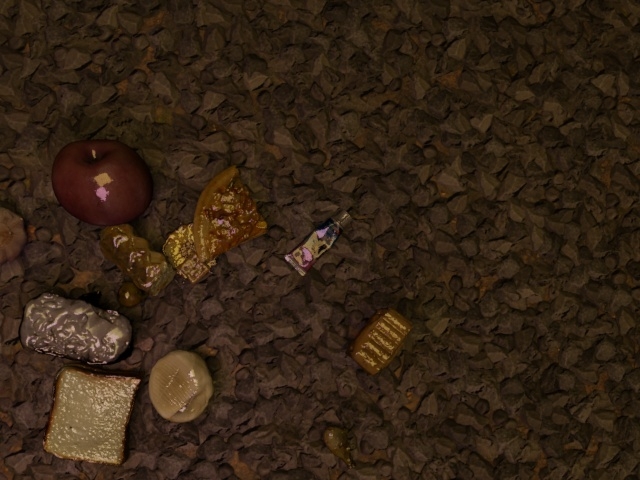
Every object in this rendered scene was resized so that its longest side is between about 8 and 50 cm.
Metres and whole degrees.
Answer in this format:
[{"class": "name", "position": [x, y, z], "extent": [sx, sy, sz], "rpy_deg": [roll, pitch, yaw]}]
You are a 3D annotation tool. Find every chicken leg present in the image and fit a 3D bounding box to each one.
[{"class": "chicken leg", "position": [0.074, 0.702, 1.902], "extent": [0.093, 0.070, 0.178], "rpy_deg": [-30, 97, -14]}]

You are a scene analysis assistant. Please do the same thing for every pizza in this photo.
[{"class": "pizza", "position": [-0.339, -0.092, 1.866], "extent": [0.268, 0.087, 0.257], "rpy_deg": [-29, 86, -22]}]

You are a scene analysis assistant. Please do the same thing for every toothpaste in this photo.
[{"class": "toothpaste", "position": [0.000, 0.000, 1.950], "extent": [0.266, 0.061, 0.096], "rpy_deg": [-44, 93, -2]}]

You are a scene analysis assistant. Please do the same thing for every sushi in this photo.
[{"class": "sushi", "position": [-0.757, 0.270, 1.765], "extent": [0.349, 0.207, 0.234], "rpy_deg": [20, 72, -11]}]

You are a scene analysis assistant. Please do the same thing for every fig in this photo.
[{"class": "fig", "position": [-0.622, 0.184, 1.850], "extent": [0.098, 0.082, 0.084], "rpy_deg": [18, 53, -24]}]

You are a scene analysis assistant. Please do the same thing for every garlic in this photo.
[{"class": "garlic", "position": [-1.072, -0.019, 1.780], "extent": [0.212, 0.219, 0.218], "rpy_deg": [2, 84, 34]}]

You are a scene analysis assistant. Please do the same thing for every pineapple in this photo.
[{"class": "pineapple", "position": [-0.439, 0.041, 1.896], "extent": [0.221, 0.047, 0.221], "rpy_deg": [0, 85, -3]}]

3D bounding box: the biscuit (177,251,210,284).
[{"class": "biscuit", "position": [-0.421, 0.092, 1.860], "extent": [0.081, 0.018, 0.083], "rpy_deg": [-40, 88, -5]}]

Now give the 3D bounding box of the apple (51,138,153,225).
[{"class": "apple", "position": [-0.683, -0.190, 1.761], "extent": [0.306, 0.235, 0.305], "rpy_deg": [3, 45, -3]}]

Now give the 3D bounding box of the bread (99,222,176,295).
[{"class": "bread", "position": [-0.607, 0.051, 1.822], "extent": [0.268, 0.130, 0.152], "rpy_deg": [41, 117, 6]}]

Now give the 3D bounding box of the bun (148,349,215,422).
[{"class": "bun", "position": [-0.444, 0.472, 1.820], "extent": [0.229, 0.145, 0.229], "rpy_deg": [-4, 81, 24]}]

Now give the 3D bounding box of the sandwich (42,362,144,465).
[{"class": "sandwich", "position": [-0.729, 0.554, 1.789], "extent": [0.271, 0.099, 0.301], "rpy_deg": [12, 91, -2]}]

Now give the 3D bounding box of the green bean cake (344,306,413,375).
[{"class": "green bean cake", "position": [0.189, 0.332, 1.858], "extent": [0.131, 0.229, 0.224], "rpy_deg": [40, 80, 4]}]
